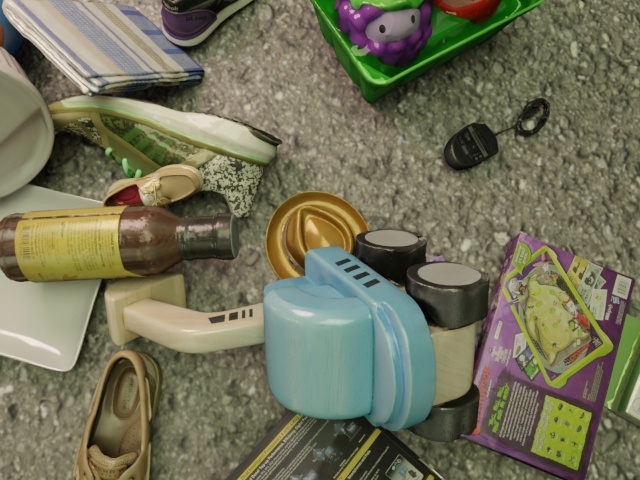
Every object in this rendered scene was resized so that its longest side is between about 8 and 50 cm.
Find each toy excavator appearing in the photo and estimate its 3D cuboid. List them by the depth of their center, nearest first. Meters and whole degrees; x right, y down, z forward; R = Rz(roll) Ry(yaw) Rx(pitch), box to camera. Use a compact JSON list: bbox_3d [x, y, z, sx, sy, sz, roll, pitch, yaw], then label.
[{"bbox_3d":[-0.052,0.120,0.873,0.444,0.433,0.223,-8,111,-24],"label":"toy excavator"}]

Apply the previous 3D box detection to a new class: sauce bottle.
[{"bbox_3d":[-0.296,0.003,0.923,0.344,0.111,0.112,-2,76,4],"label":"sauce bottle"}]

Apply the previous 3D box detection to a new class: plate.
[{"bbox_3d":[-0.484,0.046,0.997,0.277,0.045,0.278,14,75,-1],"label":"plate"}]

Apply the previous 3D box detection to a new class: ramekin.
[{"bbox_3d":[-0.546,-0.187,0.909,0.272,0.273,0.127,-25,57,-10],"label":"ramekin"}]

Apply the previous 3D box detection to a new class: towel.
[{"bbox_3d":[-0.339,-0.318,1.008,0.209,0.285,0.034,43,120,7],"label":"towel"}]

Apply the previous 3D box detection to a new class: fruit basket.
[{"bbox_3d":[0.168,-0.444,1.000,0.391,0.392,0.283,-30,80,-10],"label":"fruit basket"}]

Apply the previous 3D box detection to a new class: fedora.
[{"bbox_3d":[0.000,0.000,1.025,0.194,0.079,0.195,1,76,-4],"label":"fedora"}]

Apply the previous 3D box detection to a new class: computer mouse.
[{"bbox_3d":[0.320,-0.194,1.122,0.242,0.041,0.071,-27,88,-17],"label":"computer mouse"}]

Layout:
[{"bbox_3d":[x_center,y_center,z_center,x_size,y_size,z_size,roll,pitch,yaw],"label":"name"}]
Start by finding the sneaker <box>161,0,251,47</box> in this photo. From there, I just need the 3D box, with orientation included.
[{"bbox_3d":[-0.174,-0.475,1.095,0.107,0.124,0.283,32,69,4],"label":"sneaker"}]

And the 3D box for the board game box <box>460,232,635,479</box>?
[{"bbox_3d":[0.362,0.183,0.995,0.208,0.056,0.347,24,74,-2],"label":"board game box"}]

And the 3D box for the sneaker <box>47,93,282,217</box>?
[{"bbox_3d":[-0.277,-0.131,1.016,0.409,0.158,0.182,11,93,4],"label":"sneaker"}]

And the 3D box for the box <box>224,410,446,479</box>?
[{"bbox_3d":[-0.003,0.418,0.813,0.318,0.097,0.395,39,50,12],"label":"box"}]

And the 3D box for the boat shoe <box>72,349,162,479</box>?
[{"bbox_3d":[-0.309,0.332,0.906,0.121,0.110,0.342,3,76,-4],"label":"boat shoe"}]

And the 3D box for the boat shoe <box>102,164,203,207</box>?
[{"bbox_3d":[-0.264,-0.072,0.963,0.169,0.059,0.063,-12,119,20],"label":"boat shoe"}]

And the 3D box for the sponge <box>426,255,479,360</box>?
[{"bbox_3d":[0.188,0.139,1.030,0.117,0.031,0.210,-19,78,-9],"label":"sponge"}]

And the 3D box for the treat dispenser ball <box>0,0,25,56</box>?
[{"bbox_3d":[-0.612,-0.391,0.969,0.287,0.288,0.289,1,76,-4],"label":"treat dispenser ball"}]

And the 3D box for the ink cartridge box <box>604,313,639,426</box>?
[{"bbox_3d":[0.525,0.208,1.027,0.235,0.056,0.171,29,77,1],"label":"ink cartridge box"}]
